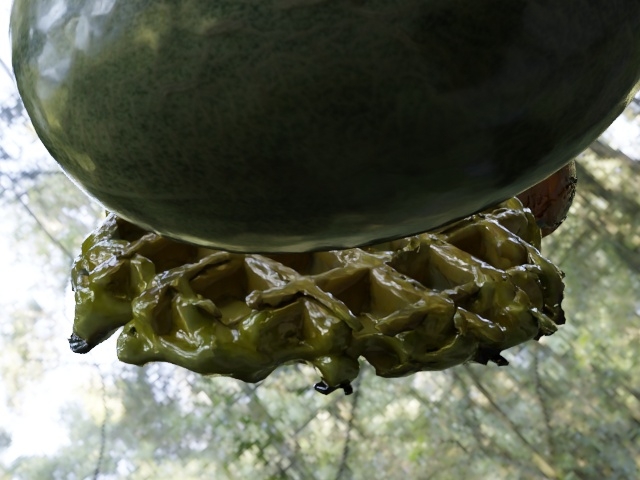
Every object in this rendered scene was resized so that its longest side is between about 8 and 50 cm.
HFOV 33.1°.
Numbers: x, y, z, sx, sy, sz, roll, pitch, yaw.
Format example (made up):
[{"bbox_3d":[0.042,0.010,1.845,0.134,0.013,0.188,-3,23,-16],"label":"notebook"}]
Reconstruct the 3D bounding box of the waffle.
[{"bbox_3d":[0.000,0.000,0.858,0.380,0.382,0.095,2,-65,-2],"label":"waffle"}]

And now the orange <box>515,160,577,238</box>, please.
[{"bbox_3d":[0.173,-0.061,1.229,0.234,0.182,0.234,-28,-11,-6],"label":"orange"}]

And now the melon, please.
[{"bbox_3d":[0.010,-0.118,0.519,0.329,0.248,0.248,-21,-24,12],"label":"melon"}]
